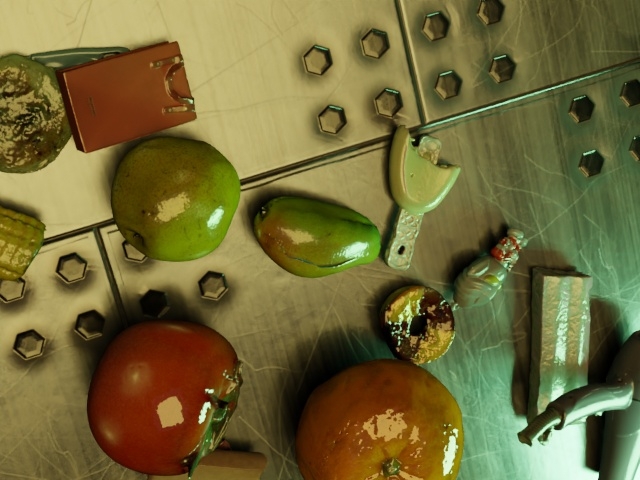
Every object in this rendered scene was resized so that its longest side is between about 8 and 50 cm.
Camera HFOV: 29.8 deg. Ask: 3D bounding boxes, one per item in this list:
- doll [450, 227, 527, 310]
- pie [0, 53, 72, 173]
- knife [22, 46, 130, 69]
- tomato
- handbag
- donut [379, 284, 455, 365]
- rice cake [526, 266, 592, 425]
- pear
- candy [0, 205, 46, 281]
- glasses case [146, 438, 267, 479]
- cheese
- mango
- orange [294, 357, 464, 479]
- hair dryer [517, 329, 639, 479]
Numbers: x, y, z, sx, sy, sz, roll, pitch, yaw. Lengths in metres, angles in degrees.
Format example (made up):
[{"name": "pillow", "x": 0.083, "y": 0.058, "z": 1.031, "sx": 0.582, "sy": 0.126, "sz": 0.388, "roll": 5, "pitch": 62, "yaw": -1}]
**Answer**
[{"name": "doll", "x": 0.286, "y": 0.053, "z": 2.056, "sx": 0.180, "sy": 0.079, "sz": 0.094, "roll": -47, "pitch": 142, "yaw": -7}, {"name": "pie", "x": -0.456, "y": -0.186, "z": 1.793, "sx": 0.187, "sy": 0.041, "sz": 0.187, "roll": -5, "pitch": 109, "yaw": -15}, {"name": "knife", "x": -0.441, "y": -0.259, "z": 1.803, "sx": 0.313, "sy": 0.019, "sz": 0.044, "roll": -7, "pitch": 108, "yaw": -12}, {"name": "tomato", "x": -0.237, "y": 0.240, "z": 1.853, "sx": 0.224, "sy": 0.256, "sz": 0.256, "roll": 18, "pitch": 99, "yaw": 9}, {"name": "handbag", "x": -0.289, "y": -0.218, "z": 1.812, "sx": 0.190, "sy": 0.063, "sz": 0.127, "roll": -20, "pitch": 108, "yaw": -24}, {"name": "donut", "x": 0.159, "y": 0.140, "z": 2.043, "sx": 0.140, "sy": 0.059, "sz": 0.140, "roll": -3, "pitch": 103, "yaw": -15}, {"name": "rice cake", "x": 0.425, "y": 0.193, "z": 2.136, "sx": 0.106, "sy": 0.050, "sz": 0.298, "roll": -3, "pitch": 104, "yaw": -15}, {"name": "pear", "x": -0.223, "y": -0.063, "z": 1.827, "sx": 0.198, "sy": 0.198, "sz": 0.198, "roll": -4, "pitch": 104, "yaw": -15}, {"name": "candy", "x": -0.518, "y": -0.014, "z": 1.798, "sx": 0.199, "sy": 0.094, "sz": 0.106, "roll": 23, "pitch": 61, "yaw": -15}, {"name": "glasses case", "x": -0.196, "y": 0.380, "z": 2.005, "sx": 0.193, "sy": 0.070, "sz": 0.102, "roll": 8, "pitch": 128, "yaw": -19}, {"name": "cheese", "x": 0.152, "y": -0.066, "z": 1.996, "sx": 0.127, "sy": 0.050, "sz": 0.235, "roll": 14, "pitch": 98, "yaw": -19}, {"name": "mango", "x": 0.000, "y": 0.000, "z": 1.941, "sx": 0.233, "sy": 0.111, "sz": 0.125, "roll": 15, "pitch": 110, "yaw": -31}, {"name": "orange", "x": 0.098, "y": 0.328, "z": 1.981, "sx": 0.284, "sy": 0.226, "sz": 0.284, "roll": -4, "pitch": 111, "yaw": -10}, {"name": "hair dryer", "x": 0.467, "y": 0.320, "z": 2.100, "sx": 0.361, "sy": 0.121, "sz": 0.301, "roll": -5, "pitch": 113, "yaw": -37}]
